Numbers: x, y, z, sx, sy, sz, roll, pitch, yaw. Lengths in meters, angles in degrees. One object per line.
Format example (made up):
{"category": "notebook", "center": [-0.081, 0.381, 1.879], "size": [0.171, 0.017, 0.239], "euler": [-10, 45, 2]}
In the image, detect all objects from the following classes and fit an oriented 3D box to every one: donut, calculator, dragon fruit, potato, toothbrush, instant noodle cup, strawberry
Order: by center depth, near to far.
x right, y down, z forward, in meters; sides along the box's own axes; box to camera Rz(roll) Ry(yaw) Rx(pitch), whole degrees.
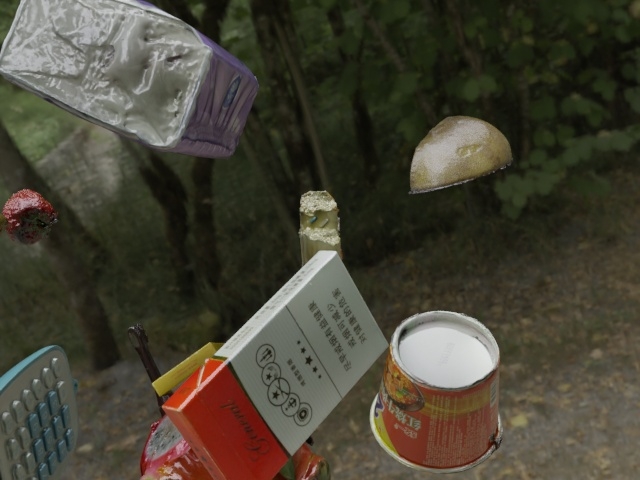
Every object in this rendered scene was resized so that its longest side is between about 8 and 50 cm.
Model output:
{"category": "dragon fruit", "center": [-0.097, 0.281, 1.093], "size": [0.224, 0.227, 0.224], "euler": [-41, 27, 26]}
{"category": "toothbrush", "center": [-0.194, 0.286, 1.324], "size": [0.041, 0.363, 0.041], "euler": [-25, 3, 2]}
{"category": "donut", "center": [0.000, 0.002, 1.409], "size": [0.065, 0.108, 0.166], "euler": [-4, 27, -1]}
{"category": "instant noodle cup", "center": [0.184, 0.221, 1.410], "size": [0.213, 0.174, 0.213], "euler": [1, 40, -1]}
{"category": "calculator", "center": [-0.482, 0.330, 1.455], "size": [0.055, 0.256, 0.386], "euler": [5, 26, 16]}
{"category": "potato", "center": [0.251, -0.163, 1.565], "size": [0.120, 0.100, 0.261], "euler": [-7, 13, 39]}
{"category": "strawberry", "center": [-0.548, -0.045, 1.721], "size": [0.106, 0.106, 0.106], "euler": [-19, 16, 5]}

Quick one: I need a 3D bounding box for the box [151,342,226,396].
{"category": "box", "center": [-0.153, 0.159, 1.145], "size": [0.087, 0.023, 0.155], "euler": [-38, -7, -2]}

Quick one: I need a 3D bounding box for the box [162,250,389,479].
{"category": "box", "center": [-0.036, 0.135, 0.939], "size": [0.035, 0.139, 0.245], "euler": [2, 40, 50]}

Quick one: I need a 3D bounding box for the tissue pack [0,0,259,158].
{"category": "tissue pack", "center": [-0.230, -0.218, 1.205], "size": [0.242, 0.160, 0.338], "euler": [23, 5, 4]}

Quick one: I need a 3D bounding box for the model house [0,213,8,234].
{"category": "model house", "center": [-0.477, 0.059, 1.047], "size": [0.291, 0.184, 0.253], "euler": [-34, -15, -24]}
